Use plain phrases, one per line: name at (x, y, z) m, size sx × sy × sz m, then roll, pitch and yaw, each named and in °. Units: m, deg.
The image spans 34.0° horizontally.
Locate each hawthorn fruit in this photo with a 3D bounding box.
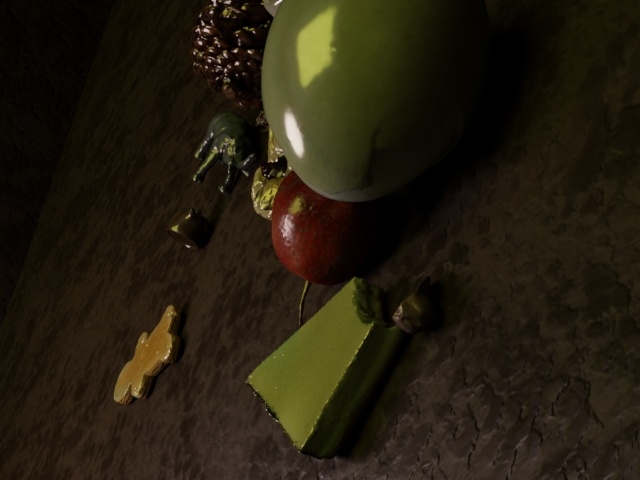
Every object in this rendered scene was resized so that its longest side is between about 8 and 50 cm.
hawthorn fruit at (0.000, 0.000, 1.411) m, size 0.163 × 0.162 × 0.204 m, roll -100°, pitch 24°, yaw -53°

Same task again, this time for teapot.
teapot at (-0.250, -0.027, 2.025) m, size 0.068 × 0.076 × 0.121 m, roll -61°, pitch -8°, yaw -18°

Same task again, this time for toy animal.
toy animal at (-0.176, -0.159, 1.982) m, size 0.137 × 0.082 × 0.269 m, roll -57°, pitch 24°, yaw 17°

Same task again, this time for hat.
hat at (0.116, 0.079, 1.206) m, size 0.058 × 0.042 × 0.087 m, roll -50°, pitch -7°, yaw 22°

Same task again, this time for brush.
brush at (-0.060, -0.219, 1.863) m, size 0.248 × 0.036 × 0.043 m, roll 8°, pitch 77°, yaw 66°

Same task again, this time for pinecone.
pinecone at (-0.130, -0.379, 1.950) m, size 0.224 × 0.224 × 0.273 m, roll -20°, pitch 45°, yaw 58°

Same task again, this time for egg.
egg at (0.062, -0.204, 1.295) m, size 0.278 × 0.278 × 0.336 m, roll -5°, pitch 60°, yaw 63°

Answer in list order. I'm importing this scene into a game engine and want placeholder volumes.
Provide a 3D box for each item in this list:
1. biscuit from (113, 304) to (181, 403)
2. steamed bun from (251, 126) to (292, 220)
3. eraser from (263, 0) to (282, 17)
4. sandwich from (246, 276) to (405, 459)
biscuit at (-0.323, 0.226, 1.964) m, size 0.234 × 0.030 × 0.153 m, roll -50°, pitch 27°, yaw 31°
steamed bun at (-0.046, -0.119, 1.644) m, size 0.178 × 0.106 × 0.192 m, roll -60°, pitch 22°, yaw 6°
eraser at (0.101, -0.426, 1.553) m, size 0.331 × 0.150 × 0.331 m, roll -36°, pitch 29°, yaw 24°
sandwich at (0.011, 0.143, 1.331) m, size 0.212 × 0.063 × 0.245 m, roll -59°, pitch 24°, yaw 2°
